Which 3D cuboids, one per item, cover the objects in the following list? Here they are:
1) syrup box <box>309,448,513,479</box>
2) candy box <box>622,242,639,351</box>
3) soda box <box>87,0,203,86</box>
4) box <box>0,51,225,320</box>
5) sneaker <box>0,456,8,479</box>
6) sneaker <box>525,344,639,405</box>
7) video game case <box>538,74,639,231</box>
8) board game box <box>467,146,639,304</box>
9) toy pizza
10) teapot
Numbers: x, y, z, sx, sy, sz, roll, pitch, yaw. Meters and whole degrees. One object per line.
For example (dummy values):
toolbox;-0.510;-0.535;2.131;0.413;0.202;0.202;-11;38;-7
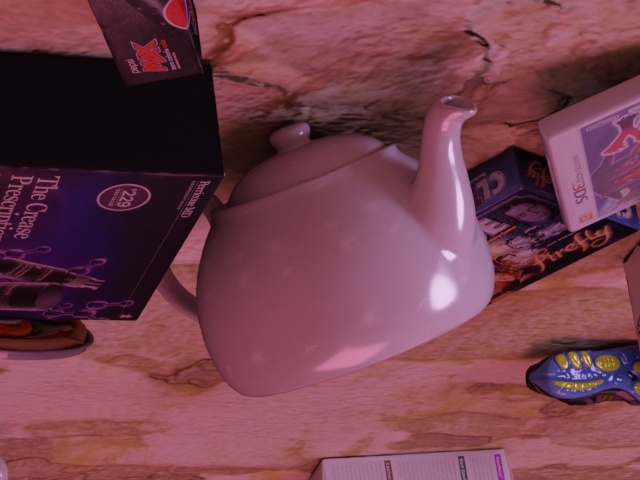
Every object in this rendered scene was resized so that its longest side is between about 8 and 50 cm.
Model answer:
syrup box;0.110;0.316;2.287;0.237;0.096;0.093;-1;154;-14
candy box;0.353;0.052;1.712;0.070;0.164;0.196;1;154;-16
soda box;-0.120;-0.166;1.231;0.060;0.053;0.169;-10;156;4
box;-0.198;-0.034;1.438;0.184;0.103;0.261;-1;154;-21
sneaker;-0.392;0.264;2.054;0.081;0.080;0.211;5;162;-40
sneaker;0.303;0.145;2.036;0.188;0.067;0.078;4;174;-28
video game case;0.277;-0.088;1.507;0.201;0.023;0.183;-25;154;2
board game box;0.137;0.003;1.687;0.165;0.042;0.243;16;146;-41
toy pizza;-0.288;0.061;1.584;0.201;0.032;0.201;10;-172;-1
teapot;0.000;0.000;1.486;0.256;0.187;0.252;-23;-176;-8
